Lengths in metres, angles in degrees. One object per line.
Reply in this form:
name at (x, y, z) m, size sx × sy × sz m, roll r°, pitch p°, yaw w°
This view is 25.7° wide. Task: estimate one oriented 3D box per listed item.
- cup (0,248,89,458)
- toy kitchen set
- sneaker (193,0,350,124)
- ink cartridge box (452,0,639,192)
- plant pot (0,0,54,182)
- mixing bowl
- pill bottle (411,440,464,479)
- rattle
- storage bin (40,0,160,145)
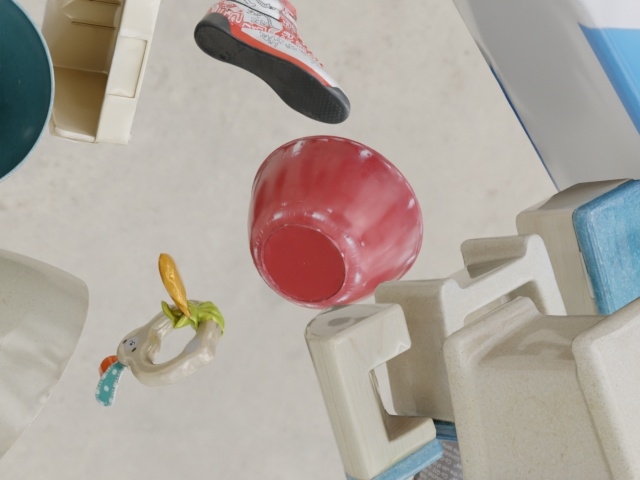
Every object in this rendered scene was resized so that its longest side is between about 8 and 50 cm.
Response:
cup at (-0.506, 0.130, 1.890) m, size 0.237 × 0.331 × 0.331 m, roll 36°, pitch 79°, yaw -25°
toy kitchen set at (0.120, 0.058, 0.556) m, size 0.207 × 0.166 × 0.122 m, roll -25°, pitch 103°, yaw -39°
sneaker at (-0.048, -0.296, 2.155) m, size 0.145 × 0.270 × 0.090 m, roll -57°, pitch 175°, yaw -40°
ink cartridge box at (0.277, -0.185, 0.730) m, size 0.395 × 0.285 × 0.166 m, roll -30°, pitch -177°, yaw -9°
plant pot at (-0.490, -0.189, 1.819) m, size 0.290 × 0.290 × 0.195 m, roll -60°, pitch -172°, yaw -7°
mixing bowl at (0.000, 0.000, 1.360) m, size 0.098 × 0.181 × 0.181 m, roll -57°, pitch 155°, yaw -53°
pill bottle at (0.091, 0.137, 0.792) m, size 0.078 × 0.078 × 0.137 m, roll 8°, pitch 101°, yaw -58°
rattle at (-0.228, 0.112, 1.695) m, size 0.143 × 0.200 × 0.130 m, roll 40°, pitch 44°, yaw -48°
storage bin at (-0.325, -0.308, 2.050) m, size 0.123 × 0.260 × 0.262 m, roll 6°, pitch 118°, yaw -21°
